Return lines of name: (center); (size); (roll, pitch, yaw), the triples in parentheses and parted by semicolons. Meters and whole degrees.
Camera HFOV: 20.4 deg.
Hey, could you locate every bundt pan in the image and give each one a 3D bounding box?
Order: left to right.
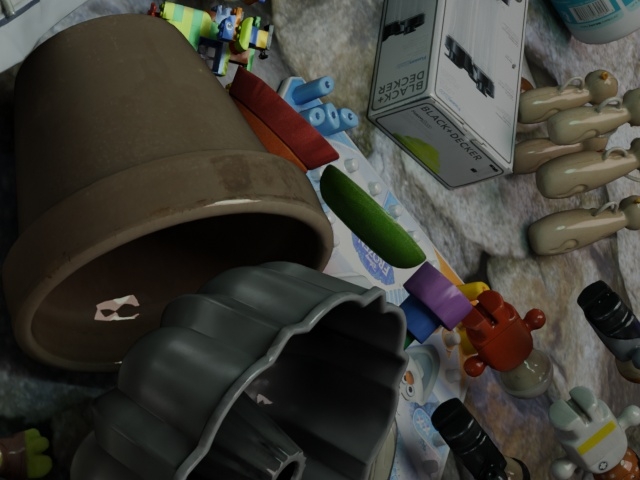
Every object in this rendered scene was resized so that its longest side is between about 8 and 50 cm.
bundt pan: (-0.075, 0.157, 1.369); (0.331, 0.124, 0.331); (-45, 151, -33)

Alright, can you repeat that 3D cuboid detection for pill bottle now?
pill bottle: (0.325, -0.388, 2.252); (0.264, 0.146, 0.146); (53, 41, -28)

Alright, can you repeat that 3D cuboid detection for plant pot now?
plant pot: (-0.147, -0.053, 1.433); (0.263, 0.263, 0.229); (12, 51, -51)

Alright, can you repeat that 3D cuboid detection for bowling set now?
bowling set: (0.301, -0.136, 2.073); (0.287, 0.154, 0.200); (92, -20, -59)

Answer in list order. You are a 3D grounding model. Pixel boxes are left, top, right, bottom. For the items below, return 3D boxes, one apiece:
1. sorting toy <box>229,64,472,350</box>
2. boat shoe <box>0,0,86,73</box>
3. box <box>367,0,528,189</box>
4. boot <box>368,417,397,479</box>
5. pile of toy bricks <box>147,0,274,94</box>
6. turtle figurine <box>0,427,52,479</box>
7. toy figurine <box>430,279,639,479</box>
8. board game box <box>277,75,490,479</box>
sorting toy: (0.000, 0.000, 1.636); (0.126, 0.127, 0.365); (-46, 128, -3)
boat shoe: (-0.278, -0.216, 1.387); (0.156, 0.136, 0.367); (61, 35, -18)
box: (0.149, -0.224, 2.004); (0.169, 0.087, 0.290); (37, 49, -41)
boot: (-0.039, 0.245, 1.580); (0.178, 0.085, 0.236); (8, 101, -25)
pile of toy bricks: (-0.111, -0.190, 1.649); (0.105, 0.118, 0.212); (12, 82, -21)
turtle figurine: (-0.274, 0.193, 1.266); (0.217, 0.087, 0.269); (20, 37, -57)
toy figurine: (0.235, 0.159, 1.787); (0.148, 0.209, 0.213); (53, 41, -38)
board game box: (0.038, 0.091, 1.767); (0.390, 0.050, 0.390); (50, 42, -30)
